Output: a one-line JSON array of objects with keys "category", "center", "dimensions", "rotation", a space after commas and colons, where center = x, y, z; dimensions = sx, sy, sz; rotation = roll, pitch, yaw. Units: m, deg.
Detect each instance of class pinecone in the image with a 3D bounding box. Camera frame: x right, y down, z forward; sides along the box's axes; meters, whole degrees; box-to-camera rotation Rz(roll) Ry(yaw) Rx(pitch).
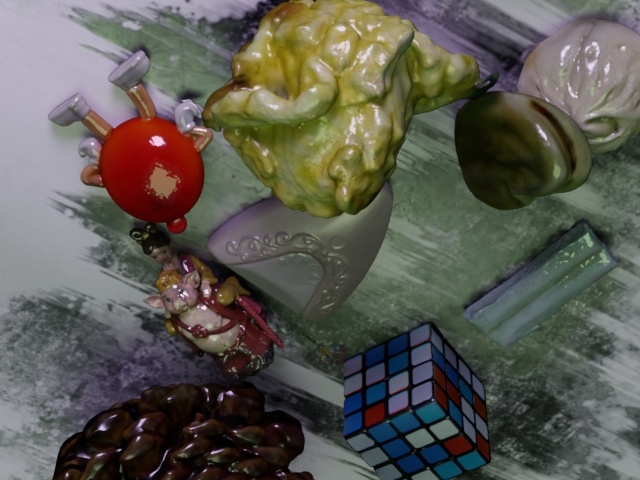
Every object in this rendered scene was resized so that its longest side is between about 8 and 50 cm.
[{"category": "pinecone", "center": [-0.184, 0.372, 2.036], "dimensions": [0.397, 0.398, 0.398], "rotation": [0, 129, 0]}]

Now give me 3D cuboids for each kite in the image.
[{"category": "kite", "center": [0.010, 0.152, 2.075], "dimensions": [0.044, 0.002, 0.078], "rotation": [-20, 127, 16]}]

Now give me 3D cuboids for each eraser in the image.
[{"category": "eraser", "center": [0.000, 0.001, 1.913], "dimensions": [0.204, 0.059, 0.243], "rotation": [35, 126, -25]}]

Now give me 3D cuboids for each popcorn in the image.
[{"category": "popcorn", "center": [0.011, -0.158, 1.661], "dimensions": [0.237, 0.293, 0.293], "rotation": [46, 119, -3]}]

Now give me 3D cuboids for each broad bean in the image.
[{"category": "broad bean", "center": [0.226, -0.108, 1.755], "dimensions": [0.206, 0.072, 0.153], "rotation": [8, 114, 49]}]

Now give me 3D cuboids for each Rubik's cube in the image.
[{"category": "Rubik's cube", "center": [0.133, 0.237, 2.046], "dimensions": [0.151, 0.155, 0.154], "rotation": [-25, 124, 22]}]

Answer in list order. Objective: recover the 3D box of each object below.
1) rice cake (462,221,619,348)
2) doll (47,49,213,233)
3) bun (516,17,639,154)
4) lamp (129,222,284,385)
[{"category": "rice cake", "center": [0.298, 0.064, 1.975], "dimensions": [0.085, 0.040, 0.226], "rotation": [35, 121, -24]}, {"category": "doll", "center": [-0.215, -0.111, 1.816], "dimensions": [0.183, 0.085, 0.217], "rotation": [-30, 106, 20]}, {"category": "bun", "center": [0.324, -0.171, 1.745], "dimensions": [0.183, 0.102, 0.183], "rotation": [1, 126, 1]}, {"category": "lamp", "center": [-0.160, 0.084, 1.953], "dimensions": [0.118, 0.118, 0.253], "rotation": [-25, 126, 20]}]
